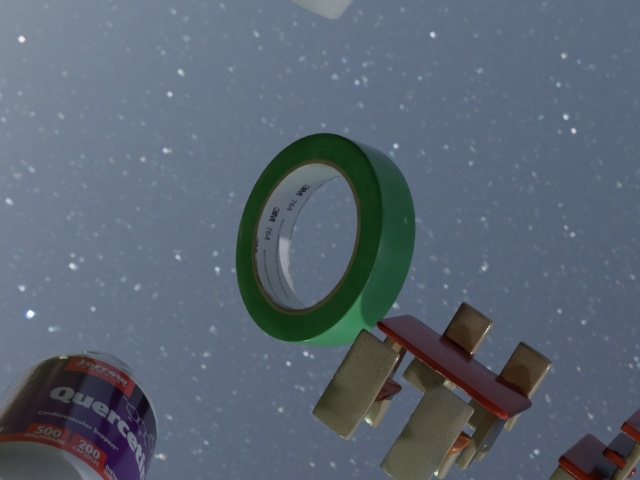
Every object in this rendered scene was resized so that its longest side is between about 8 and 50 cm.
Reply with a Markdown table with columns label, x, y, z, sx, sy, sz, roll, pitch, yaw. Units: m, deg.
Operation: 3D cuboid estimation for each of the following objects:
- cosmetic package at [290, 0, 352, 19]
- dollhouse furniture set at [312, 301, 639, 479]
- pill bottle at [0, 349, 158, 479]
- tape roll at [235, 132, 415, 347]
| label | x | y | z | sx | sy | sz | roll | pitch | yaw |
| --- | --- | --- | --- | --- | --- | --- | --- | --- | --- |
| cosmetic package | -0.067 | -0.173 | 0.325 | 0.117 | 0.231 | 0.085 | -27 | -137 | 70 |
| dollhouse furniture set | 0.165 | 0.145 | 0.910 | 0.259 | 0.262 | 0.135 | 35 | -73 | 22 |
| pill bottle | -0.272 | 0.232 | 1.038 | 0.181 | 0.181 | 0.323 | -36 | -166 | 9 |
| tape roll | 0.000 | 0.000 | 1.511 | 0.321 | 0.077 | 0.321 | -15 | -111 | 44 |
